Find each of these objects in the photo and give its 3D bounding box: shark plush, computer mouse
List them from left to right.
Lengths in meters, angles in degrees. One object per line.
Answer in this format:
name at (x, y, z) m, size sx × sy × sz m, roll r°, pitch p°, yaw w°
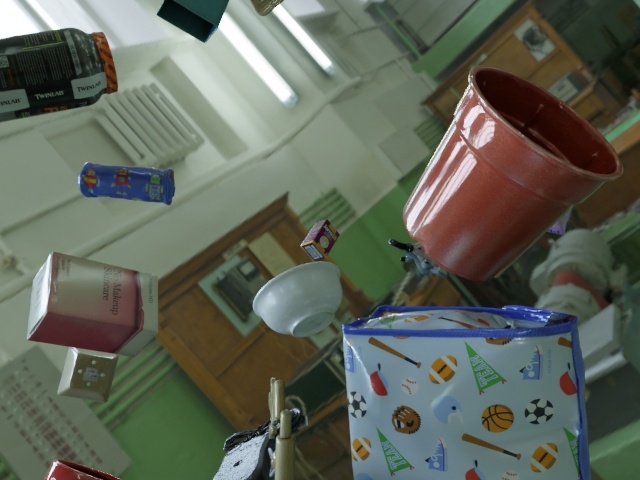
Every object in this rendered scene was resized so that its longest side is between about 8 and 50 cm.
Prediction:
computer mouse at (-0.124, 0.427, 1.269) m, size 0.189 × 0.072 × 0.272 m, roll -26°, pitch 8°, yaw 16°
shark plush at (0.182, 0.037, 1.283) m, size 0.067 × 0.073 × 0.161 m, roll -18°, pitch -18°, yaw 37°

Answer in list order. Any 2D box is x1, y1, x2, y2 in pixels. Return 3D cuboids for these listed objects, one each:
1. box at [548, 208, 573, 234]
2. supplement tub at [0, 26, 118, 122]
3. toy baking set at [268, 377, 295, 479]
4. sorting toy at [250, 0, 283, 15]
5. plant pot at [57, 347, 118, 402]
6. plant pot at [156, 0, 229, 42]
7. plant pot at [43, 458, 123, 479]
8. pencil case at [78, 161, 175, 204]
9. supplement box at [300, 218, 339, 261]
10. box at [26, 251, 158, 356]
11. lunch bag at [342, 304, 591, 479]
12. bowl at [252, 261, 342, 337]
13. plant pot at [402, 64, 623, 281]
box at (0.421, -0.129, 1.470) m, size 0.243 × 0.214 × 0.117 m, roll 41°, pitch -112°, yaw -56°
supplement tub at (-0.716, -0.435, 1.769) m, size 0.338 × 0.207 × 0.207 m, roll -16°, pitch -9°, yaw -20°
toy baking set at (-0.065, 0.341, 1.100) m, size 0.030 × 0.256 × 0.197 m, roll 1°, pitch 4°, yaw -8°
sorting toy at (-0.170, -0.746, 1.878) m, size 0.038 × 0.208 × 0.193 m, roll -8°, pitch 35°, yaw 44°
plant pot at (-0.497, 0.287, 1.467) m, size 0.096 × 0.109 × 0.109 m, roll 149°, pitch 133°, yaw -64°
plant pot at (-0.345, -0.744, 2.007) m, size 0.234 × 0.166 × 0.165 m, roll -66°, pitch 21°, yaw -11°
plant pot at (-0.501, 0.565, 1.410) m, size 0.174 × 0.191 × 0.191 m, roll -67°, pitch 9°, yaw -19°
pencil case at (-0.620, -0.184, 2.199) m, size 0.133 × 0.306 × 0.119 m, roll 84°, pitch -168°, yaw -78°
supplement box at (0.000, 0.000, 1.573) m, size 0.043 × 0.055 × 0.083 m, roll -18°, pitch 31°, yaw 44°
box at (-0.469, 0.137, 1.416) m, size 0.232 × 0.148 × 0.127 m, roll 16°, pitch -42°, yaw -33°
lunch bag at (0.260, 0.283, 1.188) m, size 0.386 × 0.327 × 0.239 m, roll -3°, pitch 6°, yaw 27°
bowl at (-0.048, 0.204, 2.084) m, size 0.298 × 0.134 × 0.298 m, roll -20°, pitch -30°, yaw -12°
plant pot at (0.283, -0.092, 1.098) m, size 0.265 × 0.272 × 0.272 m, roll -58°, pitch -9°, yaw 34°
